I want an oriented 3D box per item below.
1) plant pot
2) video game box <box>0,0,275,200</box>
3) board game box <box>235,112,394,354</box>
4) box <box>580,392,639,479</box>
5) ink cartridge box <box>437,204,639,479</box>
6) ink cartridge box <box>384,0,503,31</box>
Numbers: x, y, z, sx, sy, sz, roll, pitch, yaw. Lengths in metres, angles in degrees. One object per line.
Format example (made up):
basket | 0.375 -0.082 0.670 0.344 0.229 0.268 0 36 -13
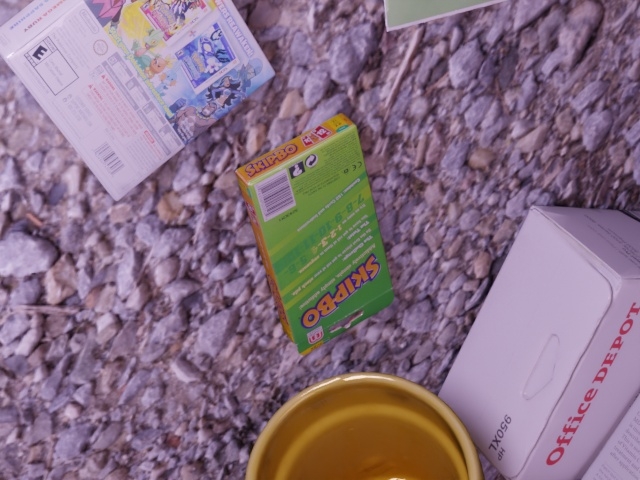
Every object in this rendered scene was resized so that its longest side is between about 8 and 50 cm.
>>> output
plant pot | 0.062 0.302 1.912 0.254 0.254 0.239 -37 154 -7
video game box | -0.157 -0.159 1.493 0.187 0.048 0.205 -37 138 -4
board game box | 0.000 0.000 1.754 0.124 0.039 0.259 -29 134 -15
box | 0.488 0.201 1.947 0.215 0.168 0.345 15 112 -44
ink cartridge box | 0.369 0.121 2.041 0.395 0.166 0.285 2 121 -40
ink cartridge box | 0.106 -0.318 1.517 0.171 0.056 0.235 -18 119 -24
